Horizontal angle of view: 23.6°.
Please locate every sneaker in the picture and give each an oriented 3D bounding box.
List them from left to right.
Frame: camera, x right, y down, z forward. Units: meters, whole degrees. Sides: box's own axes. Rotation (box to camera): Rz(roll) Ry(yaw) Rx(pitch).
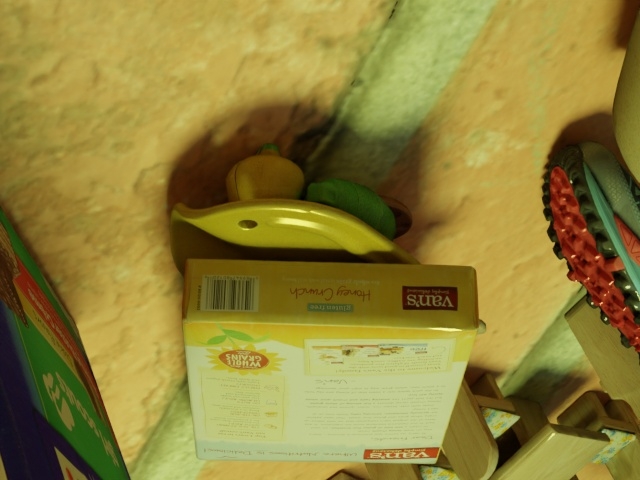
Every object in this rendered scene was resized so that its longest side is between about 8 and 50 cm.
[{"bbox_3d":[0.254,0.027,1.030,0.125,0.104,0.262,-40,101,-10],"label":"sneaker"}]

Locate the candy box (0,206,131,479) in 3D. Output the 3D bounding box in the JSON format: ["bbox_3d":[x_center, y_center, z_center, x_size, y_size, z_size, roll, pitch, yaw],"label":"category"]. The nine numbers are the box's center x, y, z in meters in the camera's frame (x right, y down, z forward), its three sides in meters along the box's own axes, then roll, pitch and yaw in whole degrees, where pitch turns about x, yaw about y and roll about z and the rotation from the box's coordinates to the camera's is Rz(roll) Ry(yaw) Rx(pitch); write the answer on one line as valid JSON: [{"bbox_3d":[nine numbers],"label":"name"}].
[{"bbox_3d":[-0.174,0.116,0.774,0.122,0.317,0.268,-23,143,-2],"label":"candy box"}]

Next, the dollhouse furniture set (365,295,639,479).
[{"bbox_3d":[0.201,0.177,1.191,0.212,0.161,0.242,15,128,-41],"label":"dollhouse furniture set"}]

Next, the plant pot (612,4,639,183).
[{"bbox_3d":[0.282,-0.124,0.838,0.256,0.256,0.274,-5,156,-24],"label":"plant pot"}]

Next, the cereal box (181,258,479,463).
[{"bbox_3d":[0.002,0.084,0.983,0.173,0.047,0.240,2,153,-2],"label":"cereal box"}]

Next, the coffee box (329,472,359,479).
[{"bbox_3d":[0.057,0.326,1.325,0.168,0.119,0.297,-39,141,17],"label":"coffee box"}]

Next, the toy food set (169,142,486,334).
[{"bbox_3d":[0.000,0.000,0.952,0.128,0.071,0.218,-16,148,30],"label":"toy food set"}]
